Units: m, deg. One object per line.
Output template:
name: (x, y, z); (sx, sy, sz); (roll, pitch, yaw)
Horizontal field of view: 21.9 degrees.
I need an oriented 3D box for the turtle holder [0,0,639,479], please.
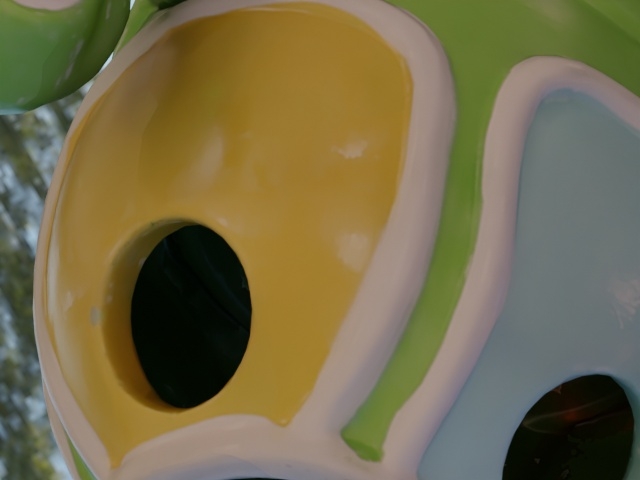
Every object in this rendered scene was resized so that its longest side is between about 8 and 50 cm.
turtle holder: (0.019, 0.005, 0.534); (0.243, 0.320, 0.227); (3, -136, 17)
